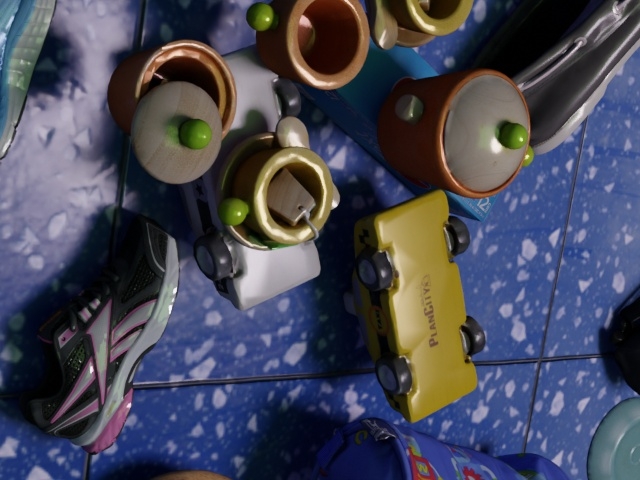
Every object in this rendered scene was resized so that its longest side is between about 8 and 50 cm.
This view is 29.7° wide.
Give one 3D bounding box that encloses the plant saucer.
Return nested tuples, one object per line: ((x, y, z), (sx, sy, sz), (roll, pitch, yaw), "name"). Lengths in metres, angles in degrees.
((0.344, 0.234, 1.337), (0.119, 0.021, 0.119), (-11, 109, -34), "plant saucer")

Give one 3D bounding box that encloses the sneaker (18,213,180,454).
((-0.161, 0.063, 0.872), (0.077, 0.072, 0.178), (21, 84, -29), "sneaker")

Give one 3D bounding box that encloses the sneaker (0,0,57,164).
((-0.229, -0.104, 0.787), (0.073, 0.063, 0.162), (18, 88, -22), "sneaker")

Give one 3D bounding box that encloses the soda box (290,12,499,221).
((0.073, -0.100, 1.002), (0.210, 0.067, 0.071), (38, 78, -38), "soda box")

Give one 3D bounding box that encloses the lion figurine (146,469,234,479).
((-0.163, 0.288, 0.912), (0.392, 0.142, 0.240), (-49, 120, -33), "lion figurine")

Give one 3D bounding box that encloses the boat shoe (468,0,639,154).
((0.251, -0.228, 1.053), (0.095, 0.112, 0.335), (33, 95, -36), "boat shoe")

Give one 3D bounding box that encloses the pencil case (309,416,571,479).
((0.112, 0.233, 1.077), (0.119, 0.133, 0.306), (-45, 142, 21), "pencil case")

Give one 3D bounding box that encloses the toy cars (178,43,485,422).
((0.000, 0.000, 0.970), (0.393, 0.087, 0.176), (37, 75, -35), "toy cars")

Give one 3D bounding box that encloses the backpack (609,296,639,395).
((0.413, 0.099, 1.287), (0.182, 0.152, 0.115), (-42, 131, -36), "backpack")

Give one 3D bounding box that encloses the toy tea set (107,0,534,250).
((0.023, -0.093, 0.836), (0.336, 0.124, 0.200), (-26, 112, -31), "toy tea set")
